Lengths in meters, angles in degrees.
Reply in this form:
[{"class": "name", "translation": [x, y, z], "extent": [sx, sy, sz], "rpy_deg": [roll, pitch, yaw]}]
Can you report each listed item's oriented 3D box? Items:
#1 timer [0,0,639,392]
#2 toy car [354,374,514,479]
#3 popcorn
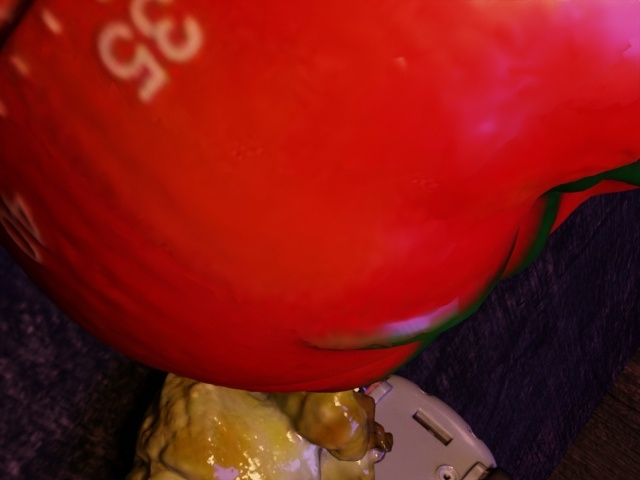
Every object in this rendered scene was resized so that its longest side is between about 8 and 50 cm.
[{"class": "timer", "translation": [0.031, -0.119, 0.532], "extent": [0.378, 0.279, 0.378], "rpy_deg": [-37, 175, -4]}, {"class": "toy car", "translation": [0.027, 0.259, 1.315], "extent": [0.270, 0.180, 0.212], "rpy_deg": [-39, 163, -41]}, {"class": "popcorn", "translation": [-0.033, 0.150, 0.963], "extent": [0.212, 0.198, 0.198], "rpy_deg": [-42, 168, 27]}]
